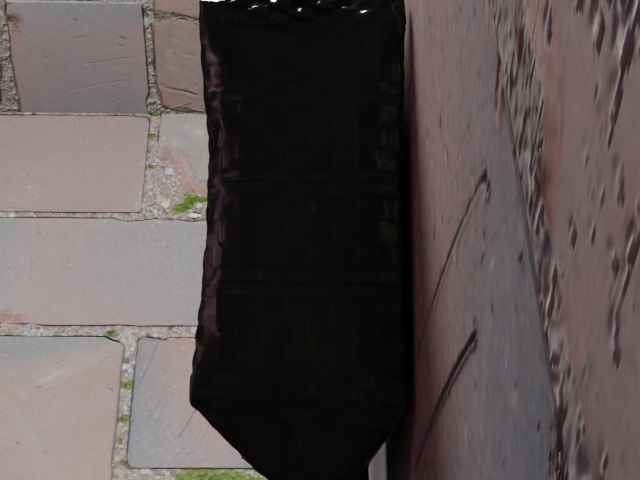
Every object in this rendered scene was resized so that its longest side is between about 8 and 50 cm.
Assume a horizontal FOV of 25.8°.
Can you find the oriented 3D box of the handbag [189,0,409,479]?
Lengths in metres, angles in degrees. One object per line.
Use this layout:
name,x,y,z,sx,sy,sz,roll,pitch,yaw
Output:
handbag,0.000,0.000,0.642,0.175,0.089,0.270,66,-157,-74
